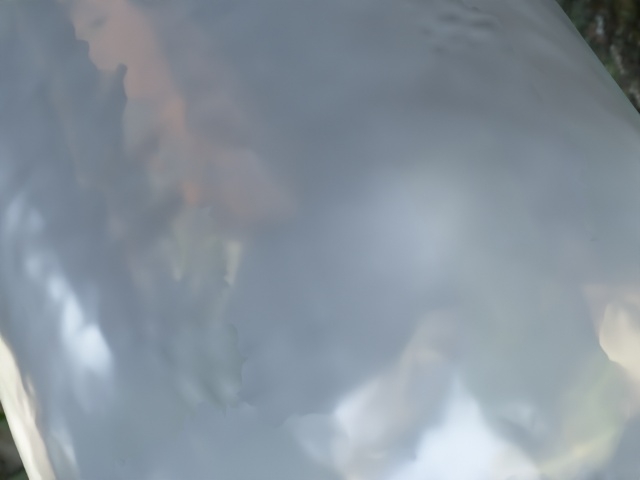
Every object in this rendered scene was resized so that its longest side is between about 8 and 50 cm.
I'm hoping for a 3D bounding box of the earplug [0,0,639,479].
[{"bbox_3d":[0.000,0.000,0.556,0.313,0.312,0.394,89,155,-54],"label":"earplug"}]
